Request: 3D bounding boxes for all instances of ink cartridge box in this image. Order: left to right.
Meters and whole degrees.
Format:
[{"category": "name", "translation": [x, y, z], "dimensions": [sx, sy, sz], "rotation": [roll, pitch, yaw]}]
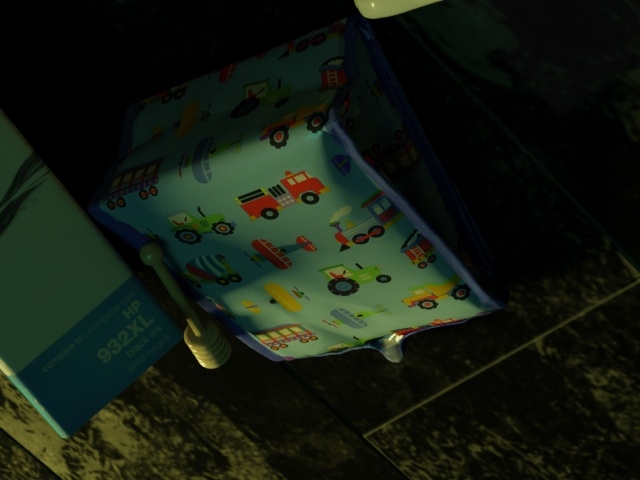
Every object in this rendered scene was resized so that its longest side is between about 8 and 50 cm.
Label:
[{"category": "ink cartridge box", "translation": [-0.274, -0.018, 1.148], "dimensions": [0.307, 0.129, 0.223], "rotation": [54, 168, -22]}]

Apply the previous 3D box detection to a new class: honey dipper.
[{"category": "honey dipper", "translation": [-0.110, 0.051, 1.137], "dimensions": [0.030, 0.030, 0.161], "rotation": [1, 147, 19]}]

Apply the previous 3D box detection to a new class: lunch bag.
[{"category": "lunch bag", "translation": [0.000, 0.000, 1.147], "dimensions": [0.221, 0.138, 0.293], "rotation": [-17, 128, 27]}]

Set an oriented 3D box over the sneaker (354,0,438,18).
[{"category": "sneaker", "translation": [0.095, -0.229, 0.954], "dimensions": [0.216, 0.079, 0.121], "rotation": [-14, 120, 29]}]
